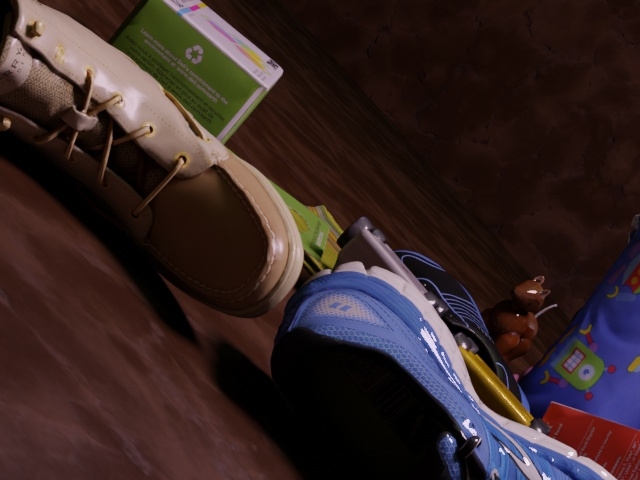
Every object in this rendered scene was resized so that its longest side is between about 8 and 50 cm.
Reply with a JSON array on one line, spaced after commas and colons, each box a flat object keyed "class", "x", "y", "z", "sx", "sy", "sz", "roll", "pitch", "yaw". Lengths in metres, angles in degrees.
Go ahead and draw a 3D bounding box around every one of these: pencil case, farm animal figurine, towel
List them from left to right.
[{"class": "towel", "x": 0.000, "y": 0.000, "z": 1.728, "sx": 0.102, "sy": 0.021, "sz": 0.237, "roll": 47, "pitch": 8, "yaw": 10}, {"class": "farm animal figurine", "x": 0.341, "y": 0.172, "z": 2.068, "sx": 0.327, "sy": 0.172, "sz": 0.330, "roll": 40, "pitch": 10, "yaw": -38}, {"class": "pencil case", "x": 0.289, "y": 0.101, "z": 1.715, "sx": 0.133, "sy": 0.306, "sz": 0.119, "roll": 37, "pitch": 2, "yaw": 30}]

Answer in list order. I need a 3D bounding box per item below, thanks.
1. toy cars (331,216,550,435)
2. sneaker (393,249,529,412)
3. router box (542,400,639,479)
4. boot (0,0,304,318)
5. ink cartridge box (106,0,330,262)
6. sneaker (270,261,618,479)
[{"class": "toy cars", "x": 0.079, "y": 0.093, "z": 1.479, "sx": 0.176, "sy": 0.087, "sz": 0.394, "roll": 47, "pitch": 3, "yaw": -32}, {"class": "sneaker", "x": 0.115, "y": 0.085, "z": 1.681, "sx": 0.232, "sy": 0.081, "sz": 0.090, "roll": 53, "pitch": 4, "yaw": 34}, {"class": "router box", "x": 0.361, "y": 0.278, "z": 1.468, "sx": 0.301, "sy": 0.082, "sz": 0.335, "roll": 16, "pitch": -21, "yaw": 45}, {"class": "boot", "x": -0.137, "y": -0.066, "z": 1.099, "sx": 0.262, "sy": 0.095, "sz": 0.203, "roll": 49, "pitch": 8, "yaw": 30}, {"class": "ink cartridge box", "x": -0.068, "y": -0.109, "z": 1.575, "sx": 0.255, "sy": 0.097, "sz": 0.189, "roll": 39, "pitch": 9, "yaw": -4}, {"class": "sneaker", "x": 0.085, "y": 0.164, "z": 1.110, "sx": 0.330, "sy": 0.130, "sz": 0.147, "roll": 43, "pitch": 22, "yaw": 3}]
